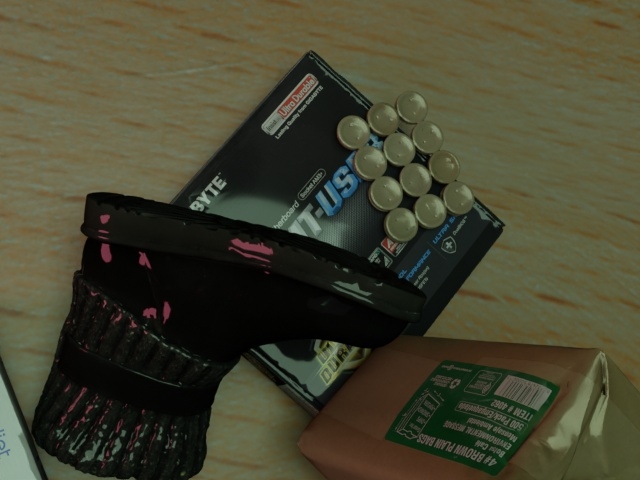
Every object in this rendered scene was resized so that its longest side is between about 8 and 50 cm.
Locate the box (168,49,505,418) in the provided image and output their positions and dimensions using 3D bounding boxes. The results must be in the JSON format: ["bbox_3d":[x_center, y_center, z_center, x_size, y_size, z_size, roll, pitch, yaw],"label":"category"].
[{"bbox_3d":[0.000,0.000,1.147,0.293,0.073,0.295,43,73,-6],"label":"box"}]

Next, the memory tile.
[{"bbox_3d":[0.091,-0.080,1.142,0.113,0.012,0.148,-26,88,-19],"label":"memory tile"}]

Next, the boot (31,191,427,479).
[{"bbox_3d":[-0.091,0.114,1.010,0.347,0.131,0.260,14,97,14],"label":"boot"}]

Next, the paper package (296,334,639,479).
[{"bbox_3d":[0.186,0.241,0.988,0.309,0.324,0.168,46,69,-20],"label":"paper package"}]

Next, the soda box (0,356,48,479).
[{"bbox_3d":[-0.320,0.199,1.016,0.091,0.098,0.286,-22,86,-15],"label":"soda box"}]
